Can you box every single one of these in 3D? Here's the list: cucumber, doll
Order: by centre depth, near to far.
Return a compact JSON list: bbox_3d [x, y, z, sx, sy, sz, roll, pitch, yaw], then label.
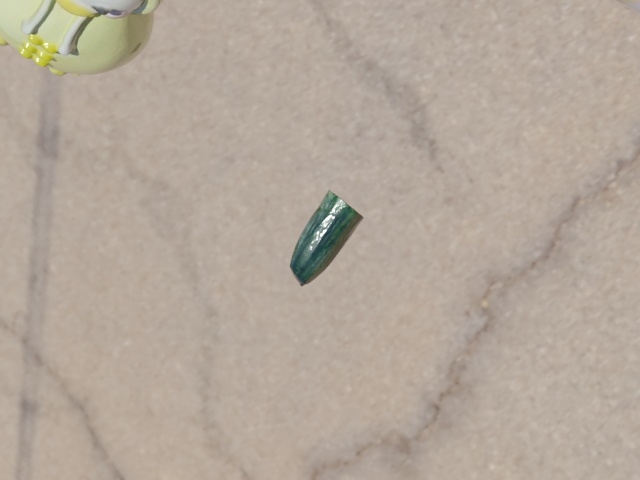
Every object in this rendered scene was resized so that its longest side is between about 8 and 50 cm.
[{"bbox_3d":[-0.179,-0.186,0.914,0.141,0.117,0.296,34,171,-16],"label":"doll"},{"bbox_3d":[0.000,0.000,1.306,0.048,0.048,0.105,39,103,22],"label":"cucumber"}]

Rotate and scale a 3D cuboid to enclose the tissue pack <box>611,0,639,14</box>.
[{"bbox_3d":[0.255,-0.221,0.913,0.123,0.256,0.215,-62,30,21],"label":"tissue pack"}]
